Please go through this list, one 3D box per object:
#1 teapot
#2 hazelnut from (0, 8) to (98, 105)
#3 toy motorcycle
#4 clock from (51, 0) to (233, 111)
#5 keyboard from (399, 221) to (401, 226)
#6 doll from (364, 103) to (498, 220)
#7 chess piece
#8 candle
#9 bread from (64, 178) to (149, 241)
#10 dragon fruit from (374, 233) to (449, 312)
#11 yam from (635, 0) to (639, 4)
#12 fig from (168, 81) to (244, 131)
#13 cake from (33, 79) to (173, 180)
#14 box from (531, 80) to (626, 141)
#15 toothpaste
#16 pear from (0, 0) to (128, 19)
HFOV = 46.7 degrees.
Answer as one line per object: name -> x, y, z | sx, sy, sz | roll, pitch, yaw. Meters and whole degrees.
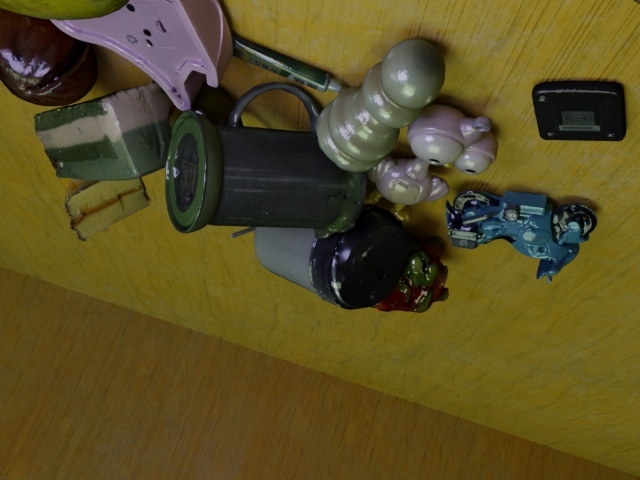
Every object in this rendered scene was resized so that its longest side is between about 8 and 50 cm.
teapot -> -0.078, -0.136, 1.283 | 0.337, 0.270, 0.200 | 2, -167, -30
hazelnut -> -0.496, -0.319, 1.286 | 0.178, 0.178, 0.204 | 3, 144, 35
toy motorcycle -> 0.369, -0.015, 1.394 | 0.272, 0.123, 0.182 | 10, 135, 17
clock -> -0.274, -0.330, 1.177 | 0.275, 0.080, 0.290 | 9, 151, 25
keyboard -> 0.106, -0.047, 1.654 | 0.155, 0.010, 0.053 | 15, 159, 9
doll -> 0.183, -0.134, 1.275 | 0.160, 0.094, 0.365 | 21, 159, -14
chess piece -> 0.102, -0.211, 1.123 | 0.133, 0.133, 0.243 | 26, 151, -17
candle -> 0.000, 0.000, 1.541 | 0.342, 0.221, 0.221 | 24, 167, 42
bread -> -0.538, -0.090, 1.856 | 0.135, 0.178, 0.240 | 19, 156, 4
dragon fruit -> 0.185, 0.060, 1.651 | 0.200, 0.198, 0.269 | 38, 166, 26
yam -> 0.364, -0.289, 0.854 | 0.116, 0.021, 0.021 | 27, 157, -18
fig -> -0.170, -0.207, 1.379 | 0.236, 0.124, 0.124 | 22, 161, -38
cake -> -0.416, -0.183, 1.352 | 0.284, 0.172, 0.158 | -10, 108, 11
box -> 0.377, -0.186, 1.079 | 0.126, 0.027, 0.125 | 6, 155, 28
toothpaste -> -0.059, -0.283, 1.201 | 0.204, 0.031, 0.049 | 22, 157, 0
pear -> -0.335, -0.391, 0.861 | 0.287, 0.287, 0.375 | 9, 165, 24
